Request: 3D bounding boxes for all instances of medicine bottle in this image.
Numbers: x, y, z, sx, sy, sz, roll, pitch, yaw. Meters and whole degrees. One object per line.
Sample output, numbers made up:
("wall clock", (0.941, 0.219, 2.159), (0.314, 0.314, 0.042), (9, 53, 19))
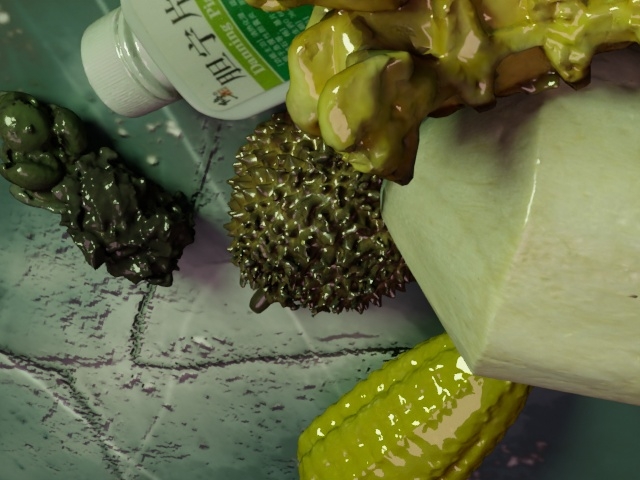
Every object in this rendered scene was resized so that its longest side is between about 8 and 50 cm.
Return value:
("medicine bottle", (-0.052, -0.133, 0.797), (0.183, 0.069, 0.119), (-20, 121, 32))

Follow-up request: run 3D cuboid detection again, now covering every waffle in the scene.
("waffle", (0.132, -0.139, 0.594), (0.324, 0.261, 0.151), (4, 131, 31))

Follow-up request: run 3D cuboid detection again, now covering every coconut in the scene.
("coconut", (0.143, -0.016, 0.740), (0.222, 0.202, 0.202), (12, 130, 2))

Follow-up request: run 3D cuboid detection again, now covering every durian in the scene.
("durian", (0.000, 0.000, 0.871), (0.148, 0.091, 0.188), (35, 132, -10))

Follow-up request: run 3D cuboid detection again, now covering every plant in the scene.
("plant", (-0.156, -0.035, 0.909), (0.174, 0.087, 0.085), (43, 153, -11))

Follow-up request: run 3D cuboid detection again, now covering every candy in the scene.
("candy", (0.076, 0.121, 0.945), (0.106, 0.094, 0.199), (40, 123, -7))
